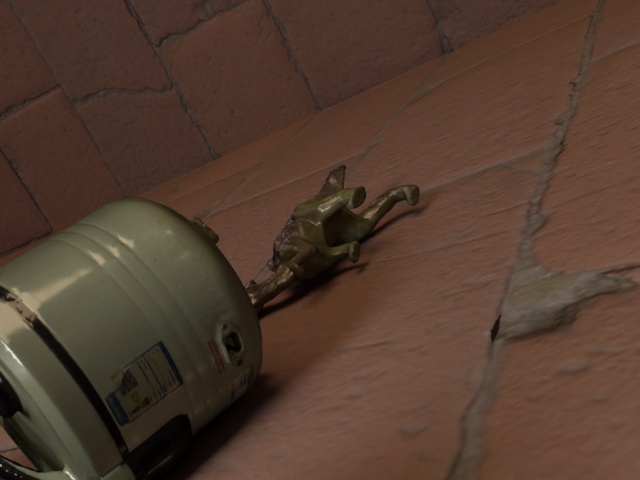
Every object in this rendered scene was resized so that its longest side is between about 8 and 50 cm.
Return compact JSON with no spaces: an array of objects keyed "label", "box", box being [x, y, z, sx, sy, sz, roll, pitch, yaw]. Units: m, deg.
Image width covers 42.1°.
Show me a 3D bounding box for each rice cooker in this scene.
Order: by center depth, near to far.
[{"label":"rice cooker","box":[-0.185,0.100,0.705,0.244,0.226,0.226,-37,17,-35]}]

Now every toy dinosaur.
[{"label":"toy dinosaur","box":[-0.005,-0.005,0.983,0.162,0.077,0.294,-13,21,46]}]

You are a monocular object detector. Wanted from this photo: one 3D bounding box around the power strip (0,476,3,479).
[{"label":"power strip","box":[-0.131,0.187,0.304,0.141,0.229,0.261,-38,51,-20]}]
